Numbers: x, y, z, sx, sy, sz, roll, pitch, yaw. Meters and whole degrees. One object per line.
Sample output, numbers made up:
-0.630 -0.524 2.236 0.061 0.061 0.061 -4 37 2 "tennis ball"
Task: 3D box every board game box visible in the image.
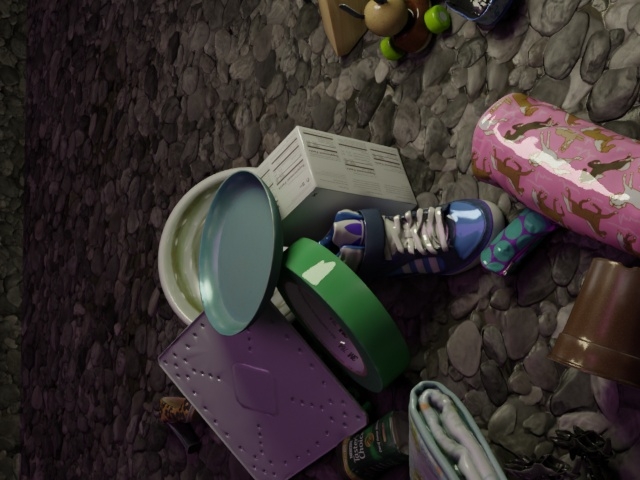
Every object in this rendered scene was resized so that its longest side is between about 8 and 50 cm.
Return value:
-0.126 0.304 1.849 0.390 0.050 0.390 49 129 4 "board game box"

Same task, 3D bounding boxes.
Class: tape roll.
0.033 0.143 1.652 0.077 0.321 0.321 -40 39 -16 "tape roll"

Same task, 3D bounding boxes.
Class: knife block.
0.025 -0.535 1.814 0.276 0.242 0.088 -48 49 35 "knife block"

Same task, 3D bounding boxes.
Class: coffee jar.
0.107 0.402 1.676 0.184 0.079 0.096 -41 44 39 "coffee jar"

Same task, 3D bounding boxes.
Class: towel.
0.236 0.446 1.381 0.320 0.090 0.374 87 160 -52 "towel"

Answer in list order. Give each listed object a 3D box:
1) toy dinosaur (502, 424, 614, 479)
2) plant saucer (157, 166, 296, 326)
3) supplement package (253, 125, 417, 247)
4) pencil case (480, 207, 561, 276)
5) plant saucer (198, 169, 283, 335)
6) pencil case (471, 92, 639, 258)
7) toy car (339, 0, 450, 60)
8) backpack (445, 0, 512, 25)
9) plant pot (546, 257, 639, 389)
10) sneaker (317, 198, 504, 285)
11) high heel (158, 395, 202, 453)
0.393 0.408 1.310 0.322 0.164 0.218 -16 90 32 "toy dinosaur"
-0.169 0.038 1.984 0.400 0.100 0.400 -3 78 14 "plant saucer"
0.017 -0.090 1.729 0.204 0.262 0.145 -42 53 39 "supplement package"
0.342 -0.003 1.475 0.152 0.064 0.070 -51 35 32 "pencil case"
-0.150 0.025 1.666 0.317 0.043 0.318 -17 71 57 "plant saucer"
0.404 -0.107 1.344 0.386 0.167 0.160 34 131 47 "pencil case"
0.132 -0.456 1.711 0.155 0.188 0.149 -24 65 46 "toy car"
0.299 -0.447 1.588 0.105 0.084 0.114 -61 40 23 "backpack"
0.436 0.120 1.273 0.167 0.167 0.165 18 91 51 "plant pot"
0.142 -0.003 1.582 0.323 0.236 0.130 -20 68 48 "sneaker"
-0.346 0.390 2.218 0.186 0.093 0.261 44 126 38 "high heel"
